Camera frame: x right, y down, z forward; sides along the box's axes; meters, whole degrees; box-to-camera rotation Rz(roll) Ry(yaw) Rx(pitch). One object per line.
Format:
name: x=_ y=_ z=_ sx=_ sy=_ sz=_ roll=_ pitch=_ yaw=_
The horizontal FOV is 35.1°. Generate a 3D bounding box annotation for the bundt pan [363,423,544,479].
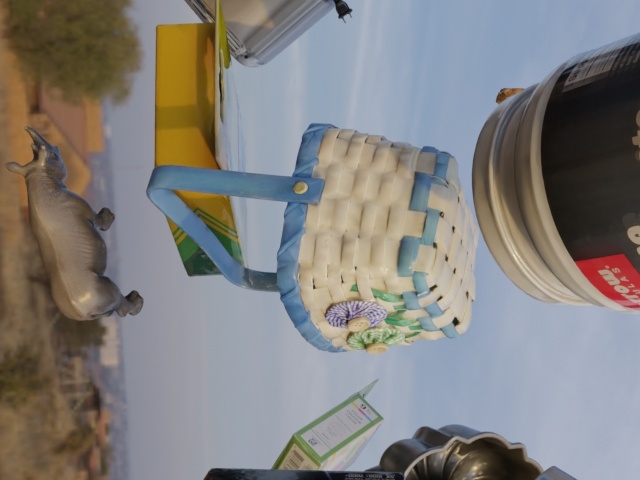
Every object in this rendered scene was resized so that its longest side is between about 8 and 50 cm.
bundt pan: x=0.174 y=0.417 z=1.501 sx=0.124 sy=0.331 sz=0.330 roll=26 pitch=-61 yaw=60

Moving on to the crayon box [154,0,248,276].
crayon box: x=-0.135 y=-0.107 z=1.160 sx=0.318 sy=0.081 sz=0.202 roll=89 pitch=-2 yaw=-67

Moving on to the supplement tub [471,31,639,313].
supplement tub: x=0.253 y=-0.052 z=0.662 sx=0.272 sy=0.191 sz=0.191 roll=-15 pitch=-102 yaw=54

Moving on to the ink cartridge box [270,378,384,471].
ink cartridge box: x=0.023 y=0.291 z=1.468 sx=0.062 sy=0.209 sz=0.109 roll=43 pitch=-53 yaw=19

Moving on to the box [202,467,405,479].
box: x=-0.013 y=0.259 z=0.711 sx=0.077 sy=0.147 sz=0.180 roll=-48 pitch=138 yaw=-81

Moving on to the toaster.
toaster: x=-0.082 y=-0.317 z=1.258 sx=0.227 sy=0.146 sz=0.129 roll=49 pitch=13 yaw=0

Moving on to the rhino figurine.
rhino figurine: x=-0.284 y=-0.019 z=1.135 sx=0.243 sy=0.073 sz=0.106 roll=68 pitch=19 yaw=4

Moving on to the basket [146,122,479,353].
basket: x=0.000 y=0.000 z=0.998 sx=0.255 sy=0.289 sz=0.201 roll=50 pitch=51 yaw=-59

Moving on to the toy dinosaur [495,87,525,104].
toy dinosaur: x=0.414 y=-0.249 z=1.750 sx=0.064 sy=0.211 sz=0.112 roll=-113 pitch=-170 yaw=-72

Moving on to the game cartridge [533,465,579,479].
game cartridge: x=0.252 y=0.289 z=1.114 sx=0.056 sy=0.083 sz=0.017 roll=26 pitch=-33 yaw=34
